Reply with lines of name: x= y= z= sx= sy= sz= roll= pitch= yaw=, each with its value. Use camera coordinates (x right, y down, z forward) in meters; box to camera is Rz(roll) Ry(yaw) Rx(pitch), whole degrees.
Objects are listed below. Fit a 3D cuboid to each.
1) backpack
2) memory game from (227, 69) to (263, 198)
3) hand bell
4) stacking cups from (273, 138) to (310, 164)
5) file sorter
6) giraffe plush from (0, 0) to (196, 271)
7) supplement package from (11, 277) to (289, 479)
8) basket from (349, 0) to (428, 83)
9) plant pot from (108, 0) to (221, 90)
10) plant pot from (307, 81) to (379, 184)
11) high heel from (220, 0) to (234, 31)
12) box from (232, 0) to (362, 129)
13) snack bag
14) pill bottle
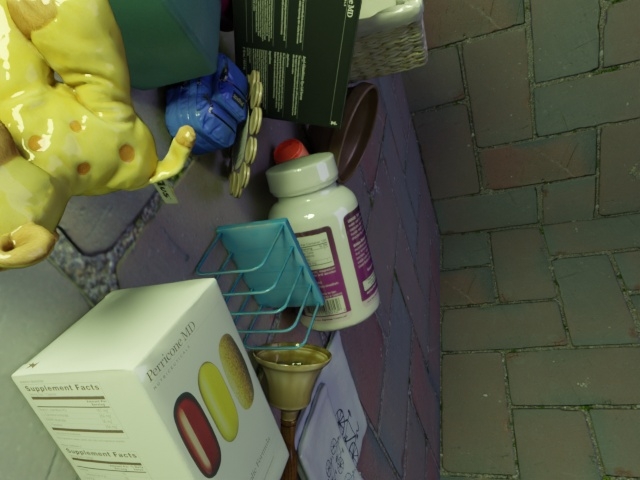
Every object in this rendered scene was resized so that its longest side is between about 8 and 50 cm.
backpack: x=-0.153 y=-0.183 z=0.617 sx=0.098 sy=0.101 sz=0.120 roll=31 pitch=57 yaw=-55
memory game: x=-0.111 y=-0.151 z=0.665 sx=0.186 sy=0.012 sz=0.186 roll=-173 pitch=-90 yaw=-68
hand bell: x=-0.054 y=0.297 z=0.735 sx=0.126 sy=0.126 sz=0.242 roll=-3 pitch=98 yaw=-69
stacking cups: x=0.001 y=-0.086 z=0.989 sx=0.316 sy=0.096 sz=0.096 roll=52 pitch=36 yaw=-51
file sorter: x=-0.086 y=0.070 z=0.677 sx=0.104 sy=0.118 sz=0.170 roll=-68 pitch=144 yaw=-46
giraffe plush: x=-0.217 y=-0.062 z=0.328 sx=0.210 sy=0.181 sz=0.170 roll=53 pitch=44 yaw=-22
supplement package: x=-0.145 y=0.179 z=0.453 sx=0.139 sy=0.134 sz=0.244 roll=-61 pitch=138 yaw=-58
basket: x=0.042 y=-0.514 z=0.924 sx=0.266 sy=0.331 sz=0.328 roll=5 pitch=78 yaw=-71
plant pot: x=-0.200 y=-0.265 z=0.444 sx=0.234 sy=0.166 sz=0.165 roll=41 pitch=45 yaw=-65
plant pot: x=0.043 y=-0.261 z=1.079 sx=0.237 sy=0.110 sz=0.237 roll=22 pitch=90 yaw=-77
high heel: x=-0.170 y=-0.502 z=0.634 sx=0.181 sy=0.127 sz=0.377 roll=-50 pitch=133 yaw=-76
box: x=-0.035 y=-0.319 z=0.720 sx=0.261 sy=0.184 sz=0.103 roll=100 pitch=1 yaw=-51
snack bag: x=0.041 y=0.420 z=0.986 sx=0.342 sy=0.037 sz=0.323 roll=-60 pitch=137 yaw=-58
pill bottle: x=0.000 y=0.000 z=0.848 sx=0.169 sy=0.169 sz=0.301 roll=-53 pitch=132 yaw=-62
